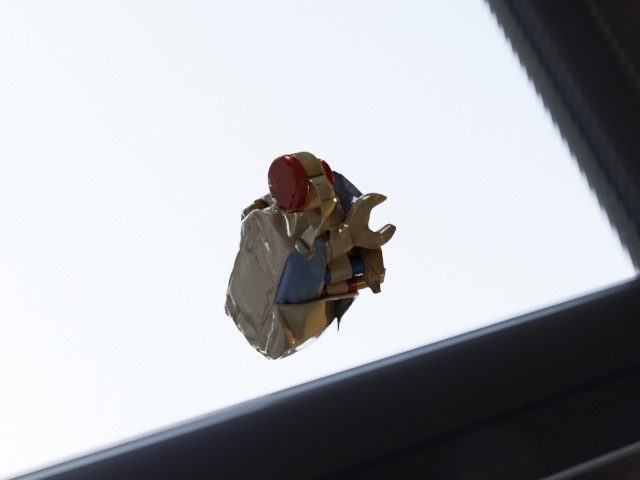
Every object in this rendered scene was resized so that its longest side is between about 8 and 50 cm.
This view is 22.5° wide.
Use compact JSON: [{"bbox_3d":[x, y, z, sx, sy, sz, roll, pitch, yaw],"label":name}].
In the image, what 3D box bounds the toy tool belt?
[{"bbox_3d":[0.000,0.000,0.546,0.052,0.051,0.083,48,-42,33],"label":"toy tool belt"}]
